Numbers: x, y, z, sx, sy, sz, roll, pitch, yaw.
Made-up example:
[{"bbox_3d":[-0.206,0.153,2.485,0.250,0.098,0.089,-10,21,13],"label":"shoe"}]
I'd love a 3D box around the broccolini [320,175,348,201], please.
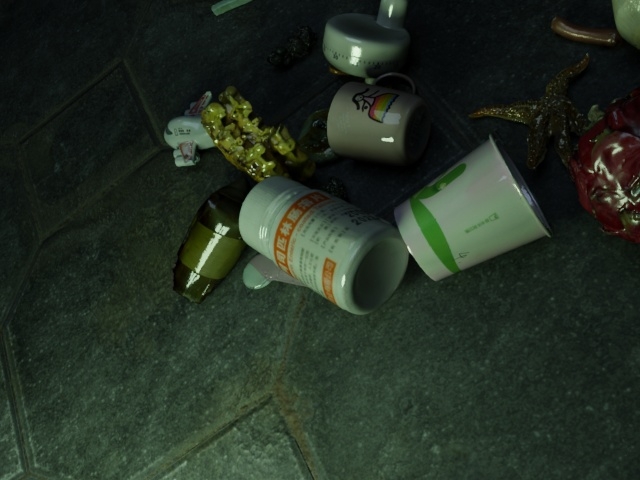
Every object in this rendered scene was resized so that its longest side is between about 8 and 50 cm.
[{"bbox_3d":[-0.017,-0.082,1.760,0.201,0.058,0.074,-37,47,5],"label":"broccolini"}]

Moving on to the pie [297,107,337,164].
[{"bbox_3d":[0.015,-0.286,1.859,0.186,0.041,0.187,-16,55,23],"label":"pie"}]

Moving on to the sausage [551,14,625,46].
[{"bbox_3d":[0.632,-0.492,1.643,0.176,0.047,0.040,26,63,34],"label":"sausage"}]

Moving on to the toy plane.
[{"bbox_3d":[-0.354,-0.325,2.031,0.252,0.118,0.252,-14,57,23],"label":"toy plane"}]

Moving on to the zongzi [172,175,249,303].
[{"bbox_3d":[-0.275,-0.011,1.846,0.289,0.154,0.317,-55,9,19],"label":"zongzi"}]

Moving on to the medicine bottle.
[{"bbox_3d":[0.000,0.000,1.575,0.371,0.211,0.211,29,80,39],"label":"medicine bottle"}]

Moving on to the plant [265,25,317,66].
[{"bbox_3d":[-0.084,-0.565,2.043,0.174,0.087,0.085,-35,24,1],"label":"plant"}]

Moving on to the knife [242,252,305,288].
[{"bbox_3d":[-0.013,0.087,1.682,0.398,0.038,0.132,8,65,30],"label":"knife"}]

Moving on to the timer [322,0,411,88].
[{"bbox_3d":[0.126,-0.536,1.813,0.233,0.240,0.234,7,35,-5],"label":"timer"}]

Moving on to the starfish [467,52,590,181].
[{"bbox_3d":[0.511,-0.257,1.562,0.301,0.084,0.294,-21,56,12],"label":"starfish"}]

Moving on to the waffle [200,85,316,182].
[{"bbox_3d":[-0.163,-0.243,1.797,0.151,0.261,0.324,-42,56,-7],"label":"waffle"}]

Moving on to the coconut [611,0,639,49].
[{"bbox_3d":[0.754,-0.546,1.492,0.244,0.245,0.248,-4,71,26],"label":"coconut"}]

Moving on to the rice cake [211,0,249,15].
[{"bbox_3d":[-0.281,-0.786,2.285,0.170,0.033,0.029,-17,62,19],"label":"rice cake"}]

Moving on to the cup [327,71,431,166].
[{"bbox_3d":[0.164,-0.306,1.708,0.200,0.191,0.253,15,65,30],"label":"cup"}]

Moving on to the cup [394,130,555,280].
[{"bbox_3d":[0.318,-0.055,1.475,0.273,0.253,0.253,-32,54,20],"label":"cup"}]

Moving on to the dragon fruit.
[{"bbox_3d":[0.638,-0.133,1.298,0.329,0.329,0.329,-12,60,22],"label":"dragon fruit"}]
